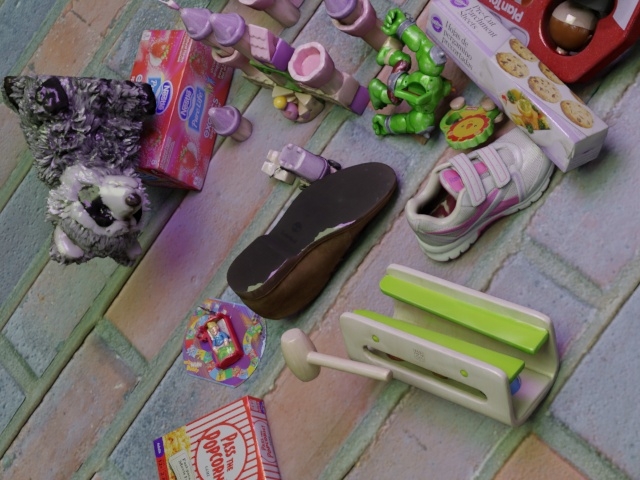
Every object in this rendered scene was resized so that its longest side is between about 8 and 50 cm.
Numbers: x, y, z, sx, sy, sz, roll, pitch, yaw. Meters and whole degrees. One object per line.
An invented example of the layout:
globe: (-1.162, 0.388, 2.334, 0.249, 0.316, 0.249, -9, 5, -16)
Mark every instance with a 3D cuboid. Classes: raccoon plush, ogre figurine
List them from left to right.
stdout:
raccoon plush: (-0.405, -0.120, 1.918, 0.446, 0.216, 0.299, -163, 75, -65)
ogre figurine: (0.132, -0.233, 1.718, 0.118, 0.097, 0.197, 34, 111, 37)

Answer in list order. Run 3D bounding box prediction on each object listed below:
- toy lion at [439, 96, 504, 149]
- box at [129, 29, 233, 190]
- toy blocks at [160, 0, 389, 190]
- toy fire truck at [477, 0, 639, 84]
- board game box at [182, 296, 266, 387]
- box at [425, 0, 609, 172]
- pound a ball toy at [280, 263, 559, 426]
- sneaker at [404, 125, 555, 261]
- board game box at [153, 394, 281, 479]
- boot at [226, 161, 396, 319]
toy lion: (0.213, -0.167, 1.674, 0.100, 0.034, 0.096, 10, 50, 48)
box: (-0.256, -0.226, 1.987, 0.128, 0.122, 0.257, 7, 78, 35)
toy blocks: (-0.088, -0.278, 1.808, 0.288, 0.260, 0.309, 22, 86, 37)
toy fire truck: (0.328, -0.343, 1.635, 0.302, 0.169, 0.254, 43, 124, 36)
board game box: (-0.165, 0.160, 1.845, 0.168, 0.033, 0.133, 10, 79, 36)
box: (0.268, -0.228, 1.607, 0.067, 0.063, 0.324, -23, 57, -23)
pound a ball toy: (0.132, 0.166, 1.559, 0.319, 0.136, 0.208, 18, 48, 37)
sneaker: (0.223, -0.077, 1.618, 0.252, 0.111, 0.103, -43, 55, 10)
board game box: (-0.161, 0.343, 1.769, 0.193, 0.045, 0.147, -29, 60, 22)
boot: (0.000, 0.000, 1.761, 0.305, 0.115, 0.112, -40, 46, -6)
